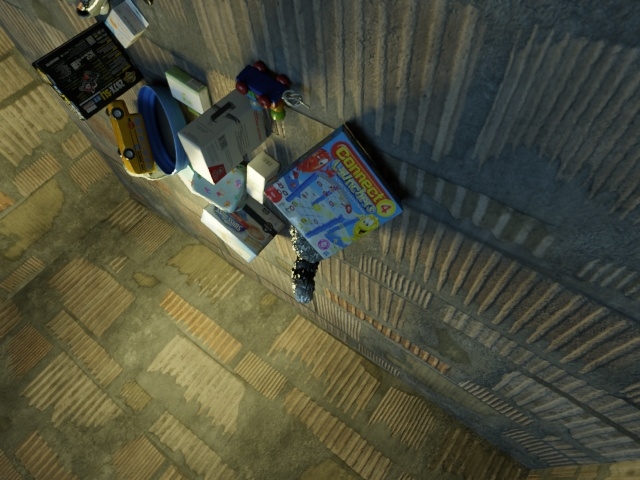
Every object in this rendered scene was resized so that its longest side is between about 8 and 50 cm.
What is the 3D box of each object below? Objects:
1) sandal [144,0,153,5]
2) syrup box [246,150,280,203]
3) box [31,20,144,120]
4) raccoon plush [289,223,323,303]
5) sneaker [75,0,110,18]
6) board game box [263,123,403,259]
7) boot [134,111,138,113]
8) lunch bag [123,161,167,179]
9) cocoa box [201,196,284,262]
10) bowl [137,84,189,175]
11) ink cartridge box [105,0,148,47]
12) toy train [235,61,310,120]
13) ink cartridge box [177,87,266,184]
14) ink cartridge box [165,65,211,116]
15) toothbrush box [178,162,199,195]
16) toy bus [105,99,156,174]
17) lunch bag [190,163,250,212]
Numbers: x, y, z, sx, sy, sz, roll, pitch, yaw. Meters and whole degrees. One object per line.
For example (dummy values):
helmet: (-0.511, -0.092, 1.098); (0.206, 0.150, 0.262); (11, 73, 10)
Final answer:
sandal: (-0.553, -0.801, 1.236); (0.067, 0.040, 0.179); (44, 173, 5)
syrup box: (-0.241, -0.256, 1.684); (0.093, 0.096, 0.237); (40, 158, 5)
box: (-0.937, -0.691, 1.658); (0.079, 0.322, 0.257); (18, 150, 41)
raccoon plush: (0.000, 0.000, 1.437); (0.216, 0.445, 0.299); (-3, 173, -6)
sneaker: (-0.799, -0.860, 1.409); (0.100, 0.108, 0.272); (49, 155, -16)
board game box: (0.041, -0.137, 1.244); (0.302, 0.086, 0.308); (-33, 112, 22)
boot: (-0.893, -0.610, 2.071); (0.190, 0.069, 0.086); (17, 146, 40)
lunch bag: (-0.887, -0.435, 2.148); (0.305, 0.256, 0.212); (14, 147, 46)
cocoa box: (-0.402, -0.092, 2.072); (0.347, 0.228, 0.231); (43, 158, -7)
bowl: (-0.692, -0.487, 1.794); (0.391, 0.077, 0.390); (30, 132, 41)
ink cartridge box: (-0.699, -0.780, 1.458); (0.181, 0.061, 0.104); (7, 141, 52)
toy train: (-0.130, -0.413, 1.222); (0.248, 0.105, 0.143); (34, 168, 13)
ink cartridge box: (-0.326, -0.359, 1.397); (0.114, 0.273, 0.197); (37, 158, 18)
ink cartridge box: (-0.507, -0.549, 1.607); (0.171, 0.056, 0.235); (34, 155, 12)
toothbrush box: (-0.634, -0.362, 2.065); (0.216, 0.126, 0.295); (23, 153, 36)
toy bus: (-0.868, -0.473, 1.855); (0.108, 0.130, 0.332); (23, 127, 47)
lunch bag: (-0.437, -0.270, 1.837); (0.279, 0.223, 0.108); (31, -161, 15)
